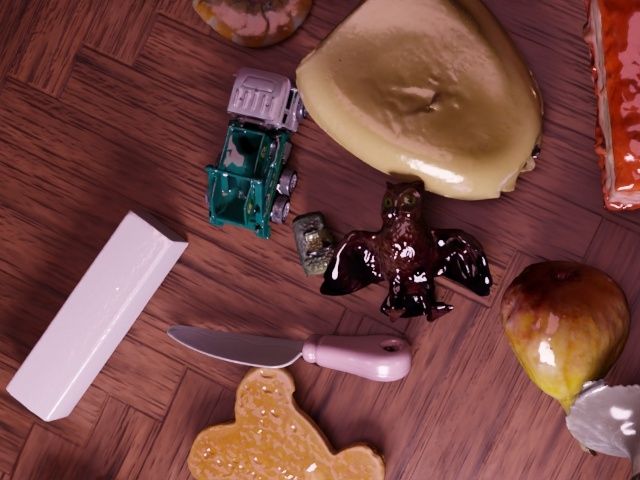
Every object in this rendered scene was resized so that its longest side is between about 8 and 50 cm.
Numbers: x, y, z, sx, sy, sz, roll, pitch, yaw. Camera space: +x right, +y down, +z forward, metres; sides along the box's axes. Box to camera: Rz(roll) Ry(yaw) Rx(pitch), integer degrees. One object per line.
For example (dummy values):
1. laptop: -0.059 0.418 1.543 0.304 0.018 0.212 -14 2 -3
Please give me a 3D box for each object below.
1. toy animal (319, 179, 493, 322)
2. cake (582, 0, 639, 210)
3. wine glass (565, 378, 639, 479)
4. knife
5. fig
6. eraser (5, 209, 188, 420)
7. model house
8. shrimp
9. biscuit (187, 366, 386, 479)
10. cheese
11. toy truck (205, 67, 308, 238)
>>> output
1. toy animal: 0.106 0.014 1.725 0.219 0.116 0.179 -2 93 7
2. cake: 0.443 -0.179 1.560 0.270 0.319 0.269 -6 88 12
3. wine glass: 0.380 0.331 1.539 0.238 0.238 0.322 -3 54 12
4. knife: -0.047 0.148 1.786 0.336 0.081 0.043 2 118 14
5. fig: 0.311 0.152 1.690 0.159 0.159 0.257 -10 108 12
6. eraser: -0.300 0.101 1.842 0.076 0.078 0.298 37 96 11
7. model house: 0.000 0.000 1.777 0.066 0.079 0.083 -17 83 10
8. shrimp: -0.085 -0.342 1.824 0.161 0.049 0.166 36 95 8
9. biscuit: -0.013 0.334 1.788 0.340 0.047 0.216 41 100 8
10. cheese: 0.141 -0.184 1.726 0.259 0.128 0.316 -45 87 4
11. toy truck: -0.088 -0.117 1.780 0.110 0.116 0.215 15 92 13
